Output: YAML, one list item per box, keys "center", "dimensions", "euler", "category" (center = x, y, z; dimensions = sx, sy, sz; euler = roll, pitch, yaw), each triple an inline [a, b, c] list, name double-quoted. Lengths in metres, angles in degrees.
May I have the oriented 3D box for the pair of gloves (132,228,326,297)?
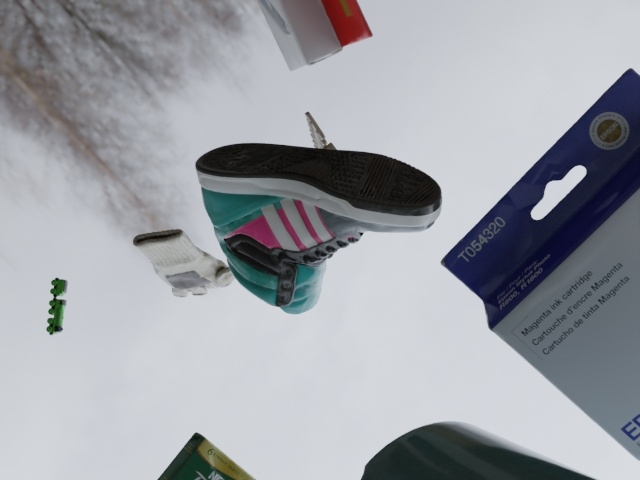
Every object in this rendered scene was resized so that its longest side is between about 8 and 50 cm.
- center: [-0.119, 0.029, 1.661]
  dimensions: [0.240, 0.204, 0.042]
  euler: [-6, -110, 7]
  category: "pair of gloves"

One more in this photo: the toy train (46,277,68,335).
- center: [-0.374, 0.094, 1.706]
  dimensions: [0.024, 0.017, 0.083]
  euler: [2, -98, 15]
  category: "toy train"

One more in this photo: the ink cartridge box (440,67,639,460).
- center: [0.356, 0.035, 1.351]
  dimensions: [0.324, 0.330, 0.071]
  euler: [-48, -176, 22]
  category: "ink cartridge box"

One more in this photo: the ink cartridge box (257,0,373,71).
- center: [-0.050, -0.387, 1.653]
  dimensions: [0.066, 0.296, 0.261]
  euler: [-27, -171, -10]
  category: "ink cartridge box"

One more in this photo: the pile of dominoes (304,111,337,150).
- center: [0.023, -0.126, 2.259]
  dimensions: [0.040, 0.196, 0.251]
  euler: [-35, 168, -4]
  category: "pile of dominoes"

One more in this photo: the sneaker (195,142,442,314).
- center: [0.000, 0.000, 1.335]
  dimensions: [0.296, 0.178, 0.124]
  euler: [11, -146, 29]
  category: "sneaker"

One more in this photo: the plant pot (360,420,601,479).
- center: [0.196, 0.354, 1.181]
  dimensions: [0.341, 0.341, 0.334]
  euler: [-47, -148, -13]
  category: "plant pot"

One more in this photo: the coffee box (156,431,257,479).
- center: [-0.165, 0.339, 1.458]
  dimensions: [0.184, 0.113, 0.040]
  euler: [-50, -160, -13]
  category: "coffee box"
